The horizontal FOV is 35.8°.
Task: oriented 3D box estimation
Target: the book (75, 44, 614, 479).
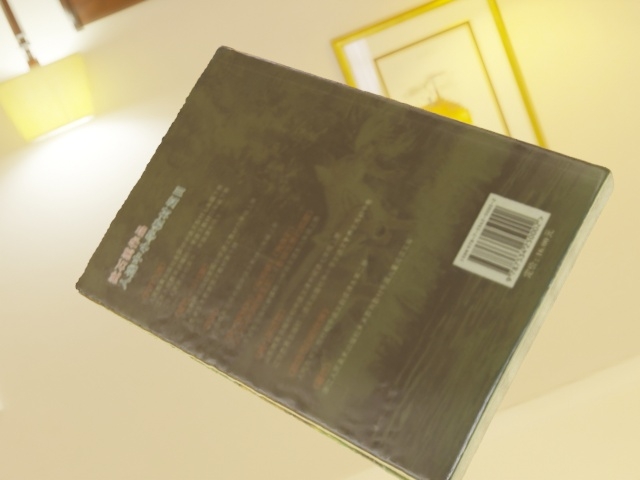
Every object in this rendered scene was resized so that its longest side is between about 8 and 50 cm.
[{"bbox_3d":[0.000,0.000,0.471,0.228,0.024,0.160,23,-102,32],"label":"book"}]
